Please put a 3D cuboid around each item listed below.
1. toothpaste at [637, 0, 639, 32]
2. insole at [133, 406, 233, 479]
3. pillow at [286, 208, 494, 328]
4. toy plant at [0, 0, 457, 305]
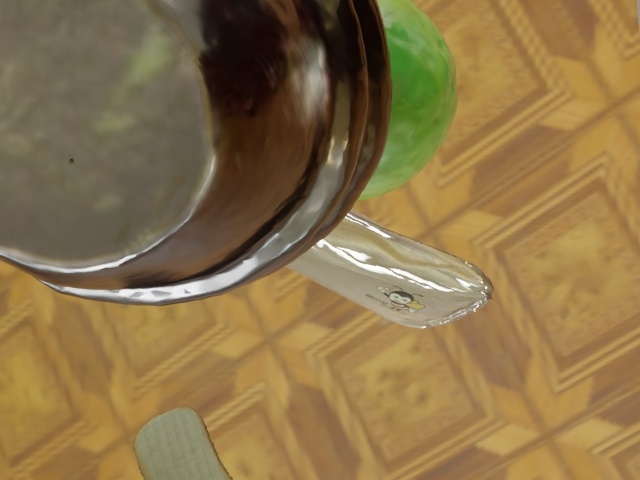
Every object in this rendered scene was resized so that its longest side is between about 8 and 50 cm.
[{"bbox_3d":[0.127,-0.080,0.499,0.080,0.371,0.125,-25,97,14],"label":"toothpaste"},{"bbox_3d":[-0.076,0.149,1.024,0.064,0.188,0.004,-28,121,-1],"label":"insole"},{"bbox_3d":[0.000,0.000,1.210,0.232,0.038,0.130,28,152,-13],"label":"pillow"},{"bbox_3d":[-0.063,-0.070,0.682,0.218,0.235,0.175,21,107,12],"label":"toy plant"}]
